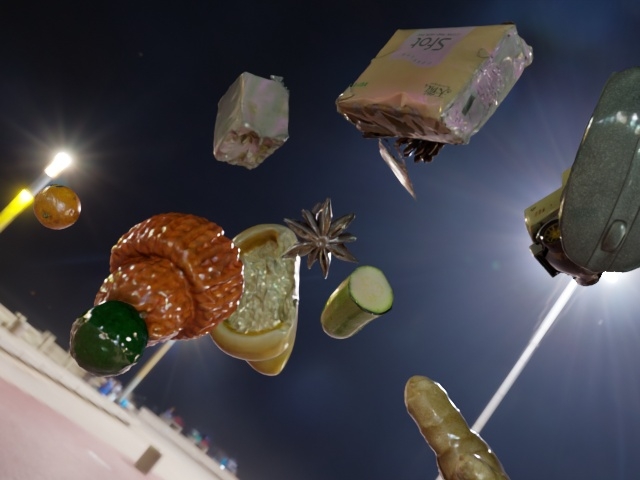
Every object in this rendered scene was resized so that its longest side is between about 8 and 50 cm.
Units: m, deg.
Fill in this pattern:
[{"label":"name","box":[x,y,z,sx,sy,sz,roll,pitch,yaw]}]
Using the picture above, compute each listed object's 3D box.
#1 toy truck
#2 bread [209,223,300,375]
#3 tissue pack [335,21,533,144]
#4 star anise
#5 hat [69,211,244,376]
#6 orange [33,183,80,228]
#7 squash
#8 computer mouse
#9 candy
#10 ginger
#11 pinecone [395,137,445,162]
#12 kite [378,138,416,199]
[{"label":"toy truck","box":[0.650,-0.090,1.640,0.180,0.405,0.254,41,21,-32]},{"label":"bread","box":[-0.152,0.158,2.112,0.329,0.424,0.245,-23,-41,30]},{"label":"tissue pack","box":[0.182,-0.251,1.186,0.257,0.215,0.123,18,-25,49]},{"label":"star anise","box":[0.000,0.000,1.699,0.065,0.195,0.182,-105,172,-73]},{"label":"hat","box":[-0.334,0.139,1.425,0.285,0.400,0.285,15,-48,17]},{"label":"orange","box":[-0.474,-0.060,1.315,0.083,0.083,0.083,36,-18,13]},{"label":"squash","box":[0.051,0.125,1.338,0.095,0.095,0.188,41,-37,-2]},{"label":"computer mouse","box":[0.532,-0.121,1.258,0.203,0.374,0.114,12,4,1]},{"label":"candy","box":[-0.167,-0.293,1.776,0.137,0.195,0.185,17,-31,-30]},{"label":"ginger","box":[0.210,0.305,0.928,0.333,0.081,0.148,46,-23,55]},{"label":"pinecone","box":[0.287,-0.330,2.099,0.208,0.208,0.208,36,-18,13]},{"label":"kite","box":[0.220,-0.245,2.195,0.204,0.022,0.360,54,1,20]}]
